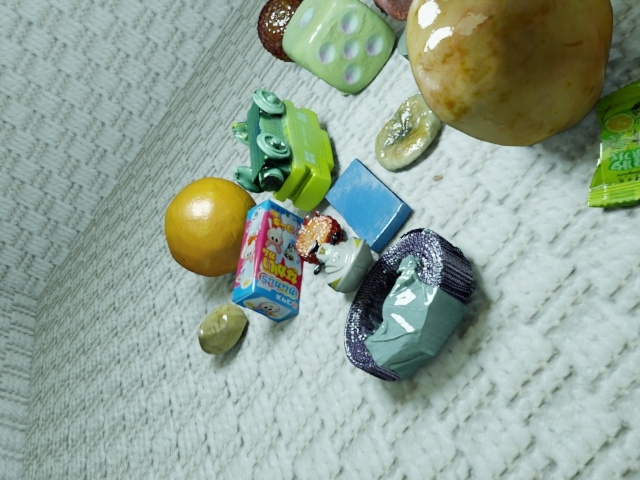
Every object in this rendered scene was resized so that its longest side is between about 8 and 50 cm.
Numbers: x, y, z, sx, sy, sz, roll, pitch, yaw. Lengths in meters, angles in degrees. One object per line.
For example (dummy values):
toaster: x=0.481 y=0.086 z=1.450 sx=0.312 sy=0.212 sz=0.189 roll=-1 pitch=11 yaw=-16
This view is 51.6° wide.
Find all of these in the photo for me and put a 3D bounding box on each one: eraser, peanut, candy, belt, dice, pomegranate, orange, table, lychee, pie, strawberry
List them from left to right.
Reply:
orange: x=-0.330 y=-0.042 z=2.046 sx=0.312 sy=0.312 sz=0.312 roll=-34 pitch=40 yaw=35
peanut: x=-0.282 y=0.254 z=1.918 sx=0.159 sy=0.109 sz=0.140 roll=-35 pitch=49 yaw=16
candy: x=-0.133 y=0.054 z=1.822 sx=0.100 sy=0.157 sz=0.305 roll=-27 pitch=44 yaw=41
lychee: x=-0.090 y=-0.752 z=2.327 sx=0.261 sy=0.261 sz=0.260 roll=-34 pitch=40 yaw=35
strawberry: x=0.000 y=0.000 z=1.748 sx=0.145 sy=0.086 sz=0.145 roll=-33 pitch=43 yaw=37
dice: x=0.050 y=-0.612 z=2.018 sx=0.254 sy=0.250 sz=0.252 roll=-52 pitch=32 yaw=13
eraser: x=0.118 y=-0.095 z=1.703 sx=0.144 sy=0.043 sz=0.312 roll=-52 pitch=33 yaw=10
belt: x=0.174 y=0.135 z=1.369 sx=0.324 sy=0.122 sz=0.260 roll=-56 pitch=27 yaw=5
pie: x=0.226 y=-0.268 z=1.687 sx=0.218 sy=0.052 sz=0.185 roll=-51 pitch=38 yaw=18
table: x=0.279 y=-0.566 z=1.858 sx=0.133 sy=0.043 sz=0.133 roll=-34 pitch=40 yaw=35
pomegranate: x=0.349 y=-0.376 z=1.292 sx=0.411 sy=0.412 sz=0.411 roll=-34 pitch=40 yaw=35
candy: x=0.541 y=-0.179 z=1.161 sx=0.149 sy=0.069 sz=0.246 roll=-14 pitch=55 yaw=46

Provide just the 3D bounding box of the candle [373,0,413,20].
candle: x=0.281 y=-0.788 z=1.872 sx=0.131 sy=0.287 sz=0.316 roll=-121 pitch=23 yaw=-52

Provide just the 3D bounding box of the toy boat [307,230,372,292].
toy boat: x=0.050 y=0.048 z=1.507 sx=0.141 sy=0.269 sz=0.140 roll=-2 pitch=80 yaw=11

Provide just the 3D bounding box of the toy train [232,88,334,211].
toy train: x=-0.103 y=-0.266 z=1.932 sx=0.179 sy=0.273 sz=0.442 roll=-53 pitch=30 yaw=32
